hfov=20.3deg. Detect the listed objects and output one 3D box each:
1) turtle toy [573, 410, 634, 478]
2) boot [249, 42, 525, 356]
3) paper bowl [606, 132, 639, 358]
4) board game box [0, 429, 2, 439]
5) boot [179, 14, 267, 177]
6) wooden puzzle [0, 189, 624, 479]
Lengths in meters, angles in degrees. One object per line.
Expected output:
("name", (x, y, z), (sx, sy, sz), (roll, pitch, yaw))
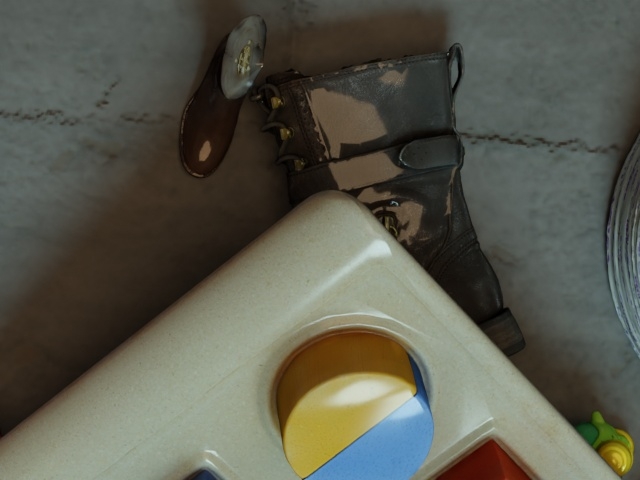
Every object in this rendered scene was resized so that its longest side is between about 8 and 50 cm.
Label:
("turtle toy", (0.177, 0.181, 1.232), (0.066, 0.095, 0.130), (9, 91, 11))
("boot", (0.000, 0.000, 1.194), (0.263, 0.091, 0.229), (-19, 90, -10))
("paper bowl", (0.350, 0.004, 1.219), (0.284, 0.148, 0.284), (0, 93, -9))
("board game box", (-0.381, 0.044, 1.125), (0.242, 0.064, 0.317), (-28, 98, -8))
("boot", (-0.061, -0.091, 1.151), (0.037, 0.114, 0.106), (15, 91, -11))
("wooden puzzle", (0.002, 0.187, 1.122), (0.322, 0.080, 0.348), (-38, 112, 14))
